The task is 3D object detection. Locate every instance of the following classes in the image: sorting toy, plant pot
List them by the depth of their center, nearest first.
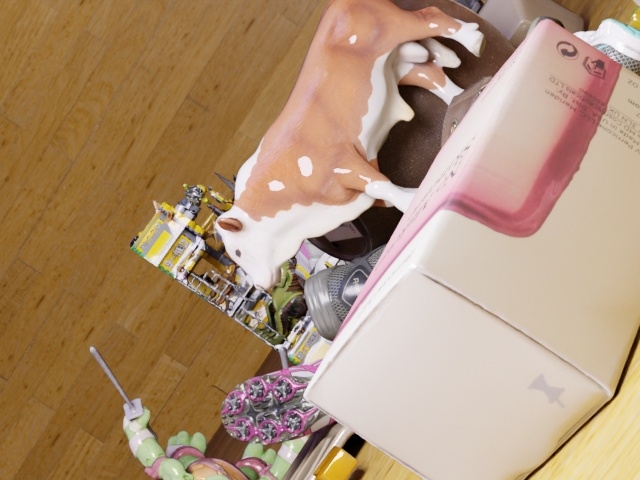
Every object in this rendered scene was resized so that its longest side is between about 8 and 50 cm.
[{"bbox_3d":[-0.026,0.257,1.670,0.229,0.041,0.307,-53,2,-6],"label":"sorting toy"},{"bbox_3d":[0.070,-0.095,1.799,0.230,0.215,0.215,-50,-1,-29],"label":"plant pot"},{"bbox_3d":[0.224,-0.210,1.976,0.109,0.109,0.096,-56,15,19],"label":"plant pot"}]

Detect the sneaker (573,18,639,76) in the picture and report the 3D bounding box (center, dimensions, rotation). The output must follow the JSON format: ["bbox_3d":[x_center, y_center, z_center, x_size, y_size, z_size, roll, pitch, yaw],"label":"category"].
[{"bbox_3d":[0.221,-0.127,1.450,0.166,0.065,0.076,105,-169,-86],"label":"sneaker"}]

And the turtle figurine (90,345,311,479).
[{"bbox_3d":[-0.110,0.216,2.021,0.198,0.274,0.266,-23,-5,-5],"label":"turtle figurine"}]

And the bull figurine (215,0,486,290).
[{"bbox_3d":[0.027,-0.093,1.658,0.101,0.188,0.310,65,-137,-68],"label":"bull figurine"}]

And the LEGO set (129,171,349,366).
[{"bbox_3d":[-0.038,0.018,2.081,0.192,0.331,0.255,-55,-18,-3],"label":"LEGO set"}]

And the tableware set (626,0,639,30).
[{"bbox_3d":[0.262,-0.173,1.612,0.104,0.024,0.154,-58,3,-24],"label":"tableware set"}]

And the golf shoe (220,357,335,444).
[{"bbox_3d":[-0.004,0.146,1.700,0.186,0.067,0.086,-19,-8,22],"label":"golf shoe"}]

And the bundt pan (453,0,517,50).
[{"bbox_3d":[0.142,-0.168,2.376,0.331,0.124,0.331,-49,11,13],"label":"bundt pan"}]

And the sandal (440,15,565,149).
[{"bbox_3d":[0.142,-0.079,1.574,0.303,0.086,0.120,112,180,-56],"label":"sandal"}]

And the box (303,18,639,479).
[{"bbox_3d":[0.111,0.011,1.034,0.148,0.127,0.232,-54,4,47],"label":"box"}]

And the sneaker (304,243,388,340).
[{"bbox_3d":[0.088,0.042,1.691,0.130,0.087,0.227,-18,-8,24],"label":"sneaker"}]

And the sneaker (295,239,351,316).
[{"bbox_3d":[0.000,0.000,2.270,0.103,0.252,0.111,-21,-6,-30],"label":"sneaker"}]
